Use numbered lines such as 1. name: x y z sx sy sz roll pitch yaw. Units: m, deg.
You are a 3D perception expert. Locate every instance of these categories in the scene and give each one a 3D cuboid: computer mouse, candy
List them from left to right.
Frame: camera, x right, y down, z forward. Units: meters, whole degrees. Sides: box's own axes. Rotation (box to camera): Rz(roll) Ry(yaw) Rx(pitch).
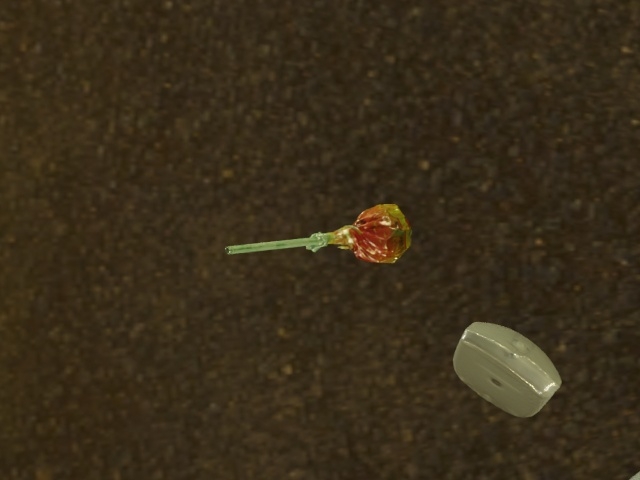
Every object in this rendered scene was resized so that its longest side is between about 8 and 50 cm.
1. candy: 0.000 0.000 1.411 0.060 0.201 0.060 16 109 58
2. computer mouse: 0.220 0.141 1.748 0.128 0.231 0.079 32 80 6

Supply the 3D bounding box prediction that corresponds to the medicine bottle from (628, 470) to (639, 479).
1. medicine bottle: 0.273 0.247 1.239 0.090 0.090 0.216 25 91 37
